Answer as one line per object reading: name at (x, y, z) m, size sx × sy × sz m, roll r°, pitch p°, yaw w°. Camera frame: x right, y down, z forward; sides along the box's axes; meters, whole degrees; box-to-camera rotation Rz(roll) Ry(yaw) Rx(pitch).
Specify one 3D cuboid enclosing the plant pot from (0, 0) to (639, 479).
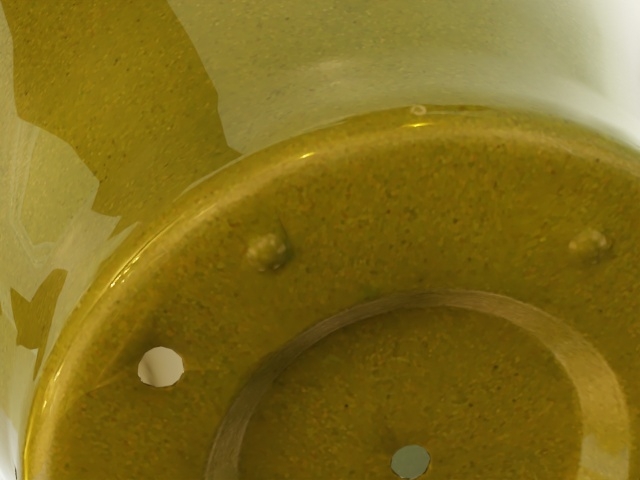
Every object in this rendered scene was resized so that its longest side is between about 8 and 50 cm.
plant pot at (0.000, 0.000, 0.624) m, size 0.366 × 0.366 × 0.353 m, roll -32°, pitch 28°, yaw 4°
